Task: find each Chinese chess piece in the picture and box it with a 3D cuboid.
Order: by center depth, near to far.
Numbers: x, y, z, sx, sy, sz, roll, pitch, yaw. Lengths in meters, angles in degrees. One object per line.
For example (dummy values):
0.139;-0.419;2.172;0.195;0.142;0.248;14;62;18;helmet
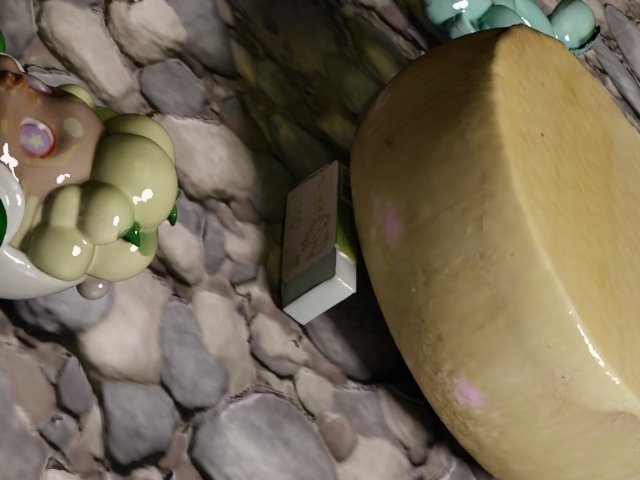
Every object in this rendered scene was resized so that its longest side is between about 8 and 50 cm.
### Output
0.115;0.012;0.890;0.251;0.097;0.250;43;32;-36;Chinese chess piece

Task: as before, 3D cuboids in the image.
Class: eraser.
0.000;0.000;0.839;0.019;0.038;0.083;40;34;-31;eraser

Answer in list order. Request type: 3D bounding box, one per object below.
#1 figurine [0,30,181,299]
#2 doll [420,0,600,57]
-0.142;-0.042;0.636;0.197;0.093;0.147;32;26;-30;figurine
0.119;-0.141;1.122;0.159;0.059;0.158;37;34;-27;doll
